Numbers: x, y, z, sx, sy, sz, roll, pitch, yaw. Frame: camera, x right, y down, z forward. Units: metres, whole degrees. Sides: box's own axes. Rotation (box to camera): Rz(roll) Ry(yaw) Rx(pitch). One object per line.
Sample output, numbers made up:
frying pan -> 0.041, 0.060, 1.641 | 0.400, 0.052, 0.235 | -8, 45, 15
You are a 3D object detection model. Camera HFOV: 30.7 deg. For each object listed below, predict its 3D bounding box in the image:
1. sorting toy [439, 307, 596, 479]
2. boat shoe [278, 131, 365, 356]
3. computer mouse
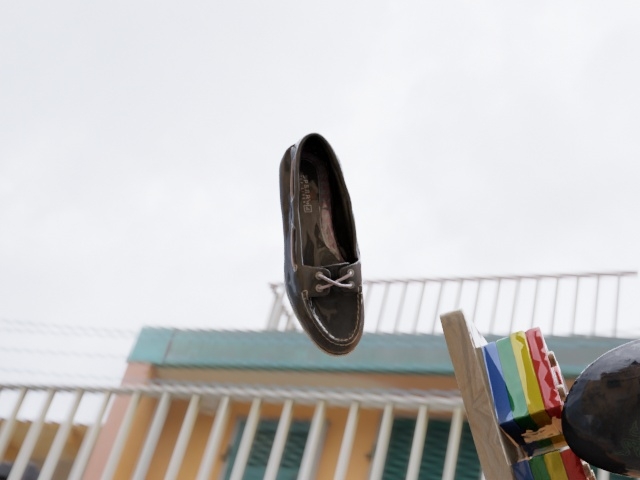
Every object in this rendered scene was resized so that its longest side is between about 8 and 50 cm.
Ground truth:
sorting toy -> 0.216, 0.208, 1.141 | 0.089, 0.255, 0.257 | -19, -24, 12
boat shoe -> 0.000, 0.000, 1.708 | 0.112, 0.335, 0.095 | -5, -20, -15
computer mouse -> 0.336, 0.117, 0.988 | 0.272, 0.072, 0.188 | -28, -70, 2
